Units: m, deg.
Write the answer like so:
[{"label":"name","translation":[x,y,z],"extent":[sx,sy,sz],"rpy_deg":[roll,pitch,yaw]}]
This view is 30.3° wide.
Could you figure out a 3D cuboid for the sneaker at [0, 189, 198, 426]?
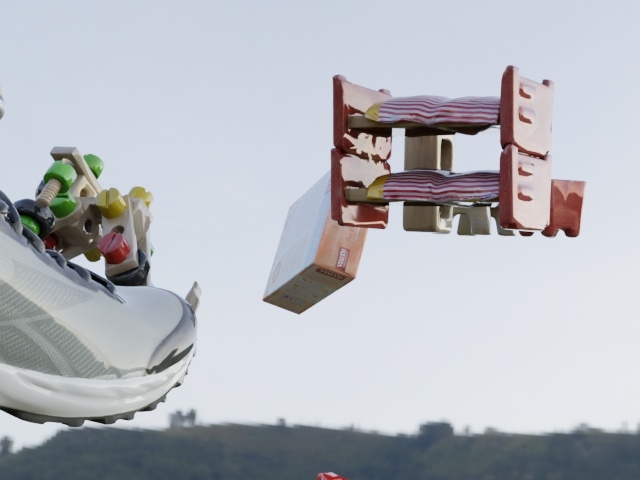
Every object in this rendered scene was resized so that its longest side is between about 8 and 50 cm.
[{"label":"sneaker","translation":[-0.152,0.024,0.554],"extent":[0.100,0.108,0.271],"rpy_deg":[18,4,37]}]

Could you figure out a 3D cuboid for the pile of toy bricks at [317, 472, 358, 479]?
[{"label":"pile of toy bricks","translation":[0.052,0.230,0.923],"extent":[0.105,0.118,0.212],"rpy_deg":[28,11,35]}]

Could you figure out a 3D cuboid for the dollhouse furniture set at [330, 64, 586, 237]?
[{"label":"dollhouse furniture set","translation":[0.179,-0.084,1.291],"extent":[0.201,0.152,0.374],"rpy_deg":[1,-1,29]}]

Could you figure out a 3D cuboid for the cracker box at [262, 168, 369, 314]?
[{"label":"cracker box","translation":[0.000,0.000,1.634],"extent":[0.067,0.156,0.232],"rpy_deg":[21,-21,-13]}]

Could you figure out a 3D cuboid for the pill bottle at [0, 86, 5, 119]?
[{"label":"pill bottle","translation":[-0.319,-0.159,1.038],"extent":[0.065,0.116,0.065],"rpy_deg":[-14,-12,-3]}]

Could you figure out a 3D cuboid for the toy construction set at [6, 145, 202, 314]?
[{"label":"toy construction set","translation":[-0.282,-0.002,1.598],"extent":[0.257,0.237,0.309],"rpy_deg":[-26,-59,39]}]
